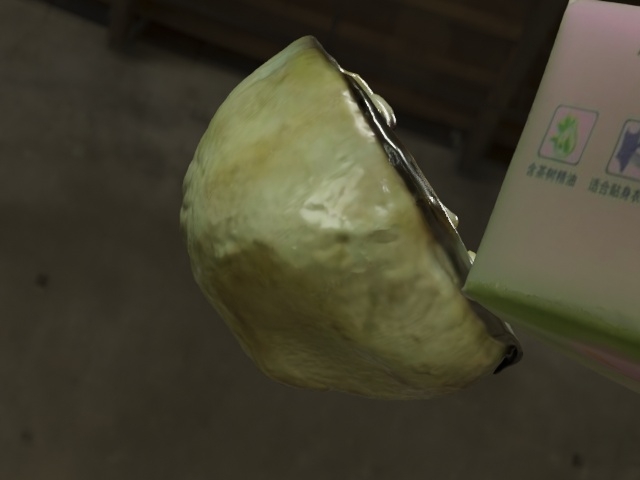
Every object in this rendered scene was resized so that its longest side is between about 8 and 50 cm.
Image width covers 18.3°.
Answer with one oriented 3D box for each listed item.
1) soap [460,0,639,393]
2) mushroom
[{"bbox_3d":[0.189,0.010,0.735,0.182,0.138,0.199,28,-5,-40],"label":"soap"},{"bbox_3d":[-0.002,-0.001,1.244,0.164,0.267,0.189,-34,-30,6],"label":"mushroom"}]
